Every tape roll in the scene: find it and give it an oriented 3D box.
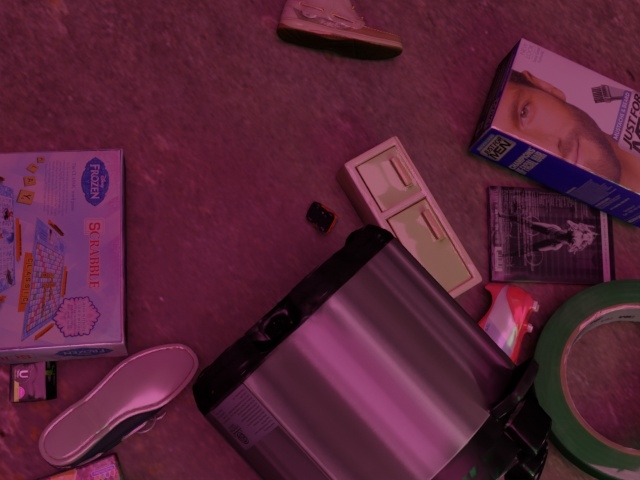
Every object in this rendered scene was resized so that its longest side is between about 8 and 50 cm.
[{"bbox_3d":[0.495,0.221,1.232,0.322,0.077,0.321,-4,67,9],"label":"tape roll"}]

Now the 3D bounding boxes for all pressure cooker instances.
[{"bbox_3d":[0.080,0.239,1.077,0.375,0.370,0.420,-43,86,-9],"label":"pressure cooker"}]

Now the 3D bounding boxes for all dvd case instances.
[{"bbox_3d":[0.393,-0.008,1.341,0.221,0.018,0.164,2,80,-8],"label":"dvd case"}]

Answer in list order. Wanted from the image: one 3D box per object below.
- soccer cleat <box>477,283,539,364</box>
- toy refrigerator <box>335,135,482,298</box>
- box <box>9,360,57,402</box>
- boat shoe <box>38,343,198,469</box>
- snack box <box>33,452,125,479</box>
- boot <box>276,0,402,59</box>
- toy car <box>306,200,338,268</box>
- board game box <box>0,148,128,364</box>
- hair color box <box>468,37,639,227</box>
[{"bbox_3d":[0.276,0.189,1.271,0.095,0.083,0.248,18,83,25],"label":"soccer cleat"},{"bbox_3d":[0.141,-0.023,1.267,0.102,0.094,0.269,-29,86,-12],"label":"toy refrigerator"},{"bbox_3d":[-0.419,0.204,1.151,0.052,0.083,0.062,-2,82,-9],"label":"box"},{"bbox_3d":[-0.291,0.248,1.164,0.254,0.079,0.095,-40,73,-20],"label":"boat shoe"},{"bbox_3d":[-0.356,0.384,1.155,0.141,0.037,0.100,-17,86,-11],"label":"snack box"},{"bbox_3d":[0.044,-0.399,1.323,0.213,0.077,0.165,11,78,-4],"label":"boot"},{"bbox_3d":[0.000,0.000,1.282,0.041,0.060,0.122,7,99,-51],"label":"toy car"},{"bbox_3d":[-0.445,0.021,1.146,0.318,0.066,0.318,-2,66,-9],"label":"board game box"},{"bbox_3d":[0.443,-0.177,1.322,0.339,0.110,0.185,23,71,-3],"label":"hair color box"}]
